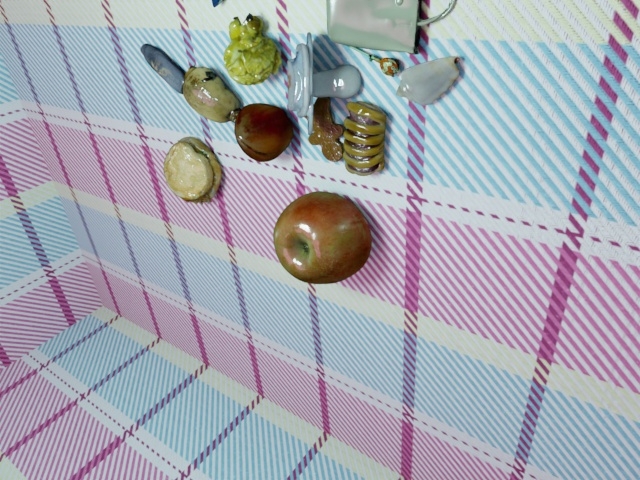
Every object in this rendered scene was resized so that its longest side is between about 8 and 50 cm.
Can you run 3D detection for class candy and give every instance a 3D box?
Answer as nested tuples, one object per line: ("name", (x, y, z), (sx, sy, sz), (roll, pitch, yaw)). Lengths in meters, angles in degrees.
("candy", (0.135, -0.494, 1.295), (0.185, 0.049, 0.055), (36, 180, 25))

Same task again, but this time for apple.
("apple", (0.000, 0.000, 1.581), (0.319, 0.277, 0.319), (21, 128, 29))

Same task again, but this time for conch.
("conch", (0.273, -0.408, 1.224), (0.176, 0.094, 0.104), (-23, 89, 20))

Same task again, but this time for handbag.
("handbag", (0.163, -0.580, 1.167), (0.315, 0.109, 0.241), (16, 128, 28))

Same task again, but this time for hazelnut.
("hazelnut", (-0.199, -0.348, 1.565), (0.208, 0.208, 0.208), (22, 131, 28))

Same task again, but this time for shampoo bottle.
("shampoo bottle", (-0.582, -0.649, 1.801), (0.234, 0.049, 0.087), (44, 135, 8))

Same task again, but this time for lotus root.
("lotus root", (-0.385, -0.506, 1.666), (0.257, 0.140, 0.154), (39, 144, 5))

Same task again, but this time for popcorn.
("popcorn", (-0.223, -0.571, 1.464), (0.195, 0.168, 0.173), (60, 175, 5))

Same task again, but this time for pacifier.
("pacifier", (0.012, -0.439, 1.355), (0.207, 0.227, 0.279), (-2, 104, -6))

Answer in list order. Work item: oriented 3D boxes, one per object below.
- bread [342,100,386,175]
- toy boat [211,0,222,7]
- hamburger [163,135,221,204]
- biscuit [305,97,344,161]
("bread", (0.125, -0.293, 1.413), (0.134, 0.081, 0.225), (20, 129, 28))
("toy boat", (-0.301, -0.821, 1.441), (0.080, 0.046, 0.229), (31, 135, 20))
("hamburger", (-0.507, -0.273, 1.935), (0.243, 0.146, 0.286), (-3, 110, 35))
("biscuit", (0.015, -0.343, 1.509), (0.138, 0.031, 0.205), (-15, 106, 39))
